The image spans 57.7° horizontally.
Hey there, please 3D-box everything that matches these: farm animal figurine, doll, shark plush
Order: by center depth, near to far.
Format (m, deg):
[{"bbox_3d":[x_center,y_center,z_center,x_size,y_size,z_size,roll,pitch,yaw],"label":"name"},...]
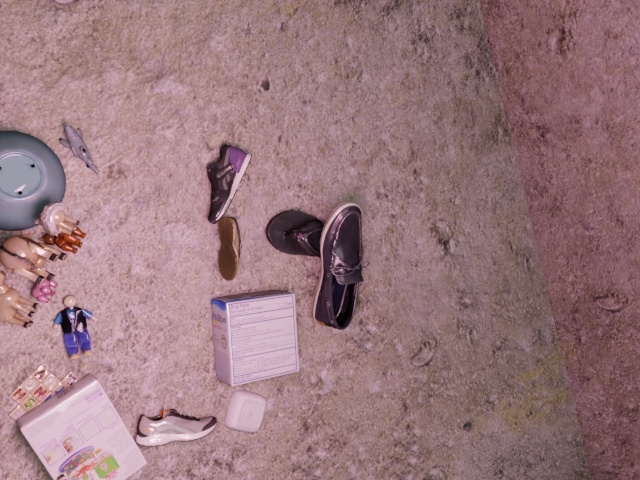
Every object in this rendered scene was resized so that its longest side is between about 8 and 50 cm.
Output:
[{"bbox_3d":[-0.812,0.059,1.599,0.172,0.327,0.330,29,68,-10],"label":"farm animal figurine"},{"bbox_3d":[-0.732,-0.271,1.764,0.073,0.067,0.161,-26,104,-30],"label":"shark plush"},{"bbox_3d":[-0.744,0.259,1.771,0.129,0.046,0.189,-14,91,-22],"label":"doll"}]

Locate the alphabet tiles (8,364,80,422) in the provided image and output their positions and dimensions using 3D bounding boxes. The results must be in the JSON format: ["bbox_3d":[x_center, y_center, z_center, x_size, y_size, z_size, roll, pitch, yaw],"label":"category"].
[{"bbox_3d":[-0.802,0.497,1.757,0.198,0.009,0.237,-48,114,-23],"label":"alphabet tiles"}]

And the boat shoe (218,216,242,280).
[{"bbox_3d":[-0.308,0.026,2.030,0.073,0.080,0.224,-22,112,-65],"label":"boat shoe"}]

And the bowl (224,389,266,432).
[{"bbox_3d":[-0.259,0.615,2.078,0.142,0.053,0.142,23,76,-31],"label":"bowl"}]

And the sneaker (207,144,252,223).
[{"bbox_3d":[-0.349,-0.197,2.006,0.124,0.107,0.283,26,72,-15],"label":"sneaker"}]

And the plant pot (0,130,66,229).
[{"bbox_3d":[-0.850,-0.173,1.615,0.290,0.195,0.290,0,89,-32],"label":"plant pot"}]

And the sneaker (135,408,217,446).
[{"bbox_3d":[-0.470,0.606,1.918,0.271,0.100,0.108,2,84,-32],"label":"sneaker"}]

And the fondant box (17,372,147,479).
[{"bbox_3d":[-0.713,0.609,1.755,0.238,0.096,0.330,-33,109,-29],"label":"fondant box"}]

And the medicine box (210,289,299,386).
[{"bbox_3d":[-0.228,0.333,2.038,0.263,0.149,0.289,-5,92,-32],"label":"medicine box"}]

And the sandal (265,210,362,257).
[{"bbox_3d":[0.002,-0.002,2.207,0.445,0.107,0.168,18,81,-32],"label":"sandal"}]

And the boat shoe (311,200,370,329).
[{"bbox_3d":[0.087,0.102,2.151,0.186,0.156,0.500,-2,110,-39],"label":"boat shoe"}]
